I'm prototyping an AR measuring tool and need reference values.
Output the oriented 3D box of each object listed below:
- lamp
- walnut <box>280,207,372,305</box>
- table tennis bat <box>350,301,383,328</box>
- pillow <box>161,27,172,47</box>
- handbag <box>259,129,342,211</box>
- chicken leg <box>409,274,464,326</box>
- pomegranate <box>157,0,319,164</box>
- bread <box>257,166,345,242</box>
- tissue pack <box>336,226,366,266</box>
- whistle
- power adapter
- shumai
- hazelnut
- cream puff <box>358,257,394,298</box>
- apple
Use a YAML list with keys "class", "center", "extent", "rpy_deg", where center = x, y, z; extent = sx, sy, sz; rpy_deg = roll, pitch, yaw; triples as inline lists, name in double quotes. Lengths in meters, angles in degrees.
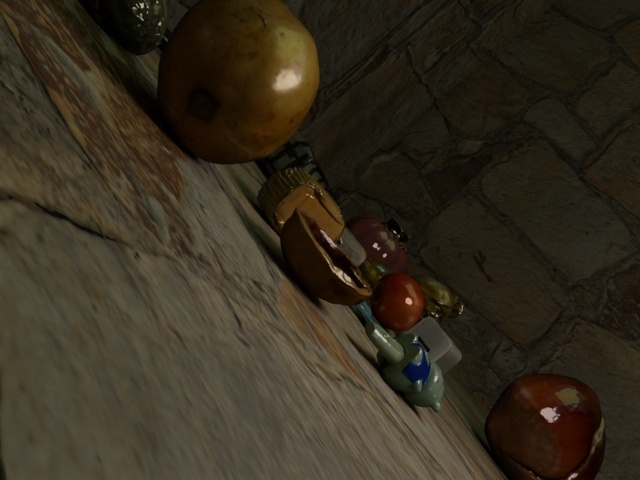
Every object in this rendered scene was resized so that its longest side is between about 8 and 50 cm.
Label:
- class: "lamp"
  center: [0.222, 0.026, 2.496]
  extent: [0.305, 0.239, 0.305]
  rpy_deg: [50, 6, -7]
- class: "walnut"
  center: [-0.006, 0.040, 1.127]
  extent: [0.211, 0.087, 0.167]
  rpy_deg: [46, 13, -28]
- class: "table tennis bat"
  center: [0.113, 0.183, 1.505]
  extent: [0.237, 0.038, 0.149]
  rpy_deg: [54, 5, -20]
- class: "pillow"
  center: [-0.446, -0.585, 2.057]
  extent: [0.208, 0.052, 0.212]
  rpy_deg: [51, 6, -29]
- class: "handbag"
  center: [-0.088, -0.237, 2.125]
  extent: [0.325, 0.162, 0.327]
  rpy_deg: [57, 2, 37]
- class: "chicken leg"
  center: [0.284, 0.184, 2.149]
  extent: [0.153, 0.201, 0.429]
  rpy_deg: [66, -17, -12]
- class: "pomegranate"
  center: [-0.142, -0.268, 1.095]
  extent: [0.307, 0.307, 0.307]
  rpy_deg: [50, 5, -6]
- class: "bread"
  center: [-0.041, -0.064, 1.354]
  extent: [0.190, 0.132, 0.114]
  rpy_deg: [49, 2, -46]
- class: "tissue pack"
  center: [0.070, 0.021, 1.997]
  extent: [0.148, 0.092, 0.196]
  rpy_deg: [50, 6, 3]
- class: "whistle"
  center: [0.162, 0.232, 1.206]
  extent: [0.244, 0.092, 0.110]
  rpy_deg: [50, 15, -27]
- class: "power adapter"
  center: [0.351, 0.338, 1.989]
  extent: [0.130, 0.125, 0.205]
  rpy_deg: [53, 4, 36]
- class: "shumai"
  center: [-0.366, -0.515, 1.321]
  extent: [0.189, 0.218, 0.256]
  rpy_deg: [32, 17, -48]
- class: "hazelnut"
  center: [0.659, 0.556, 1.890]
  extent: [0.372, 0.372, 0.315]
  rpy_deg: [49, -7, -20]
- class: "cream puff"
  center: [0.170, 0.130, 2.077]
  extent: [0.146, 0.116, 0.146]
  rpy_deg: [29, 28, -17]
- class: "apple"
  center: [0.213, 0.170, 1.828]
  extent: [0.139, 0.163, 0.163]
  rpy_deg: [32, 10, -15]
